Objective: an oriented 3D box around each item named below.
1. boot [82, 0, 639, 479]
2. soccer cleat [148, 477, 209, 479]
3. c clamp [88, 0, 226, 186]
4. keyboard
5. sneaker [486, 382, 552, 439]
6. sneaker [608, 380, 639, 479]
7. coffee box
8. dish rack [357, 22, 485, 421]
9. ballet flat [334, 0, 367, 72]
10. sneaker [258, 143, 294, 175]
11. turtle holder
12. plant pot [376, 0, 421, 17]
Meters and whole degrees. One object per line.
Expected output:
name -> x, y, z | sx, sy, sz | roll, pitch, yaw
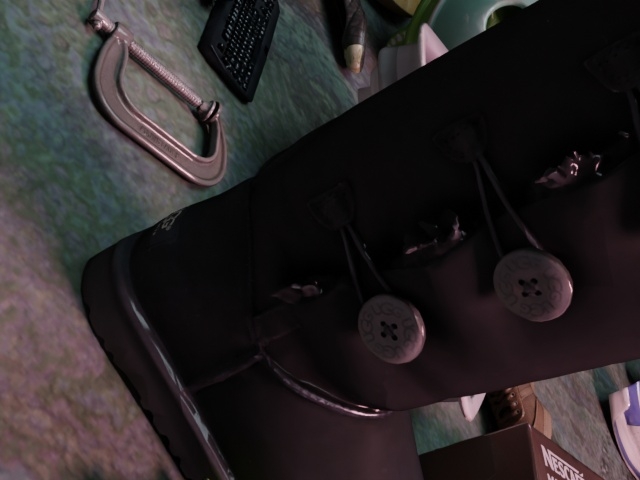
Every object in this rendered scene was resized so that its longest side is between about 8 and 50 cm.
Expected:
boot -> 0.119, 0.067, 0.540 | 0.367, 0.445, 0.146 | 55, 29, -16
soccer cleat -> -0.104, 0.174, 0.501 | 0.072, 0.060, 0.179 | 61, 20, 16
c clamp -> -0.126, -0.121, 0.738 | 0.161, 0.022, 0.137 | 43, 34, -32
keyboard -> -0.073, -0.223, 0.897 | 0.100, 0.038, 0.192 | 46, 32, -29
sneaker -> 0.202, 0.168, 1.021 | 0.071, 0.066, 0.188 | 31, 34, -20
sneaker -> 0.556, 0.338, 1.327 | 0.127, 0.182, 0.315 | 1, 66, -60
coffee box -> 0.222, 0.308, 0.857 | 0.297, 0.119, 0.168 | 39, 38, -39
dish rack -> 0.102, -0.016, 0.861 | 0.285, 0.073, 0.332 | -9, 93, -74
ballet flat -> 0.027, -0.271, 1.111 | 0.057, 0.049, 0.173 | 101, -17, -60
sneaker -> 0.000, 0.000, 0.792 | 0.121, 0.099, 0.262 | 61, 31, -27
turtle holder -> 0.268, -0.249, 1.171 | 0.227, 0.320, 0.243 | 40, -25, 61
plant pot -> 0.077, -0.416, 1.314 | 0.236, 0.032, 0.236 | 39, 37, -38
